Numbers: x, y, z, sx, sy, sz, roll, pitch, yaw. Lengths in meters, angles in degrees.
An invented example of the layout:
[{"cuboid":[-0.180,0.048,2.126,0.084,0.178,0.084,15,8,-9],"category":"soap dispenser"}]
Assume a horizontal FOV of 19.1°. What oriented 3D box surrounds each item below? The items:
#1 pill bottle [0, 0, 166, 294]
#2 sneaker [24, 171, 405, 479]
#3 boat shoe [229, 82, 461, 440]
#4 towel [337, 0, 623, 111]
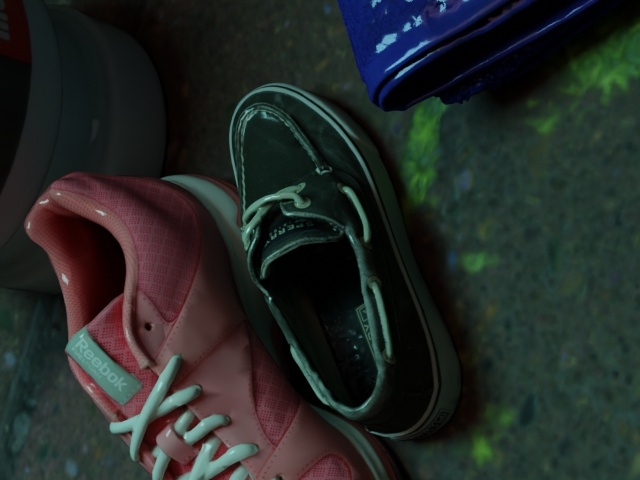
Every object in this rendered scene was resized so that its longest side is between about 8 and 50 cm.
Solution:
[{"cuboid":[-0.273,-0.084,1.034,0.210,0.363,0.210,-12,72,41],"category":"pill bottle"},{"cuboid":[-0.067,0.089,0.958,0.116,0.136,0.314,-46,53,25],"category":"sneaker"},{"cuboid":[0.000,0.000,0.960,0.078,0.070,0.219,-42,56,21],"category":"boat shoe"},{"cuboid":[0.083,-0.236,0.952,0.228,0.076,0.308,-32,59,25],"category":"towel"}]
